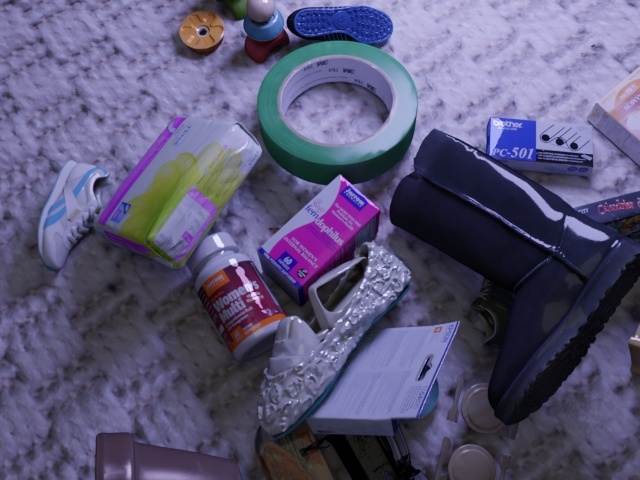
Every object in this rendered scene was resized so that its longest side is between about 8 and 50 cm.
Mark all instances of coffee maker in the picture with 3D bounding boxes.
[{"bbox_3d":[0.086,0.392,1.218,0.171,0.120,0.178,-29,75,8],"label":"coffee maker"}]

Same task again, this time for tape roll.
[{"bbox_3d":[0.034,-0.262,1.465,0.321,0.077,0.321,-1,61,1],"label":"tape roll"}]

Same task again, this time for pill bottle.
[{"bbox_3d":[-0.156,0.101,1.332,0.121,0.121,0.221,-31,72,-10],"label":"pill bottle"}]

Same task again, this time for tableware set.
[{"bbox_3d":[0.272,0.348,1.271,0.128,0.039,0.194,18,76,-4],"label":"tableware set"}]

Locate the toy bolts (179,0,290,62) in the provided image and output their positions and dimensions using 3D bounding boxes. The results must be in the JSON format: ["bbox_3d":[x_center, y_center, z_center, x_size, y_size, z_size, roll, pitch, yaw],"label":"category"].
[{"bbox_3d":[-0.187,-0.491,1.538,0.228,0.158,0.218,41,76,16],"label":"toy bolts"}]

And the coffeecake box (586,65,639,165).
[{"bbox_3d":[0.666,-0.242,1.467,0.142,0.068,0.185,-38,73,-13],"label":"coffeecake box"}]

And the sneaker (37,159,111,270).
[{"bbox_3d":[-0.484,-0.048,1.418,0.092,0.087,0.229,11,72,4],"label":"sneaker"}]

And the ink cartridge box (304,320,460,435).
[{"bbox_3d":[0.112,0.230,1.207,0.223,0.045,0.223,-10,30,38],"label":"ink cartridge box"}]

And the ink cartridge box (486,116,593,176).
[{"bbox_3d":[0.442,-0.190,1.466,0.207,0.046,0.097,5,68,4],"label":"ink cartridge box"}]

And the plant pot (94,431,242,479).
[{"bbox_3d":[-0.247,0.438,1.160,0.229,0.263,0.263,3,68,-18],"label":"plant pot"}]

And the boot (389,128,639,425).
[{"bbox_3d":[0.277,0.045,1.274,0.445,0.146,0.367,39,93,34],"label":"boot"}]

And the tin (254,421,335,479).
[{"bbox_3d":[-0.043,0.392,1.263,0.106,0.040,0.190,-26,71,-4],"label":"tin"}]

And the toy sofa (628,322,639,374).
[{"bbox_3d":[0.696,0.098,1.312,0.150,0.177,0.363,18,69,34],"label":"toy sofa"}]

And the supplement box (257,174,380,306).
[{"bbox_3d":[0.000,0.000,1.372,0.111,0.114,0.220,42,74,17],"label":"supplement box"}]

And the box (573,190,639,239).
[{"bbox_3d":[0.543,-0.034,1.343,0.233,0.159,0.044,-14,69,-3],"label":"box"}]

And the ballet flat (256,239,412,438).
[{"bbox_3d":[0.001,0.151,1.269,0.147,0.147,0.409,35,60,14],"label":"ballet flat"}]

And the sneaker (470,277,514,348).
[{"bbox_3d":[0.319,0.108,1.344,0.086,0.064,0.192,-7,72,-6],"label":"sneaker"}]

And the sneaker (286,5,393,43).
[{"bbox_3d":[0.039,-0.471,1.569,0.232,0.090,0.082,0,108,-20],"label":"sneaker"}]

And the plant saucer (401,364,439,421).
[{"bbox_3d":[0.154,0.269,1.311,0.119,0.021,0.120,-1,70,1],"label":"plant saucer"}]

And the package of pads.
[{"bbox_3d":[-0.269,-0.101,1.370,0.229,0.101,0.297,15,66,46],"label":"package of pads"}]
